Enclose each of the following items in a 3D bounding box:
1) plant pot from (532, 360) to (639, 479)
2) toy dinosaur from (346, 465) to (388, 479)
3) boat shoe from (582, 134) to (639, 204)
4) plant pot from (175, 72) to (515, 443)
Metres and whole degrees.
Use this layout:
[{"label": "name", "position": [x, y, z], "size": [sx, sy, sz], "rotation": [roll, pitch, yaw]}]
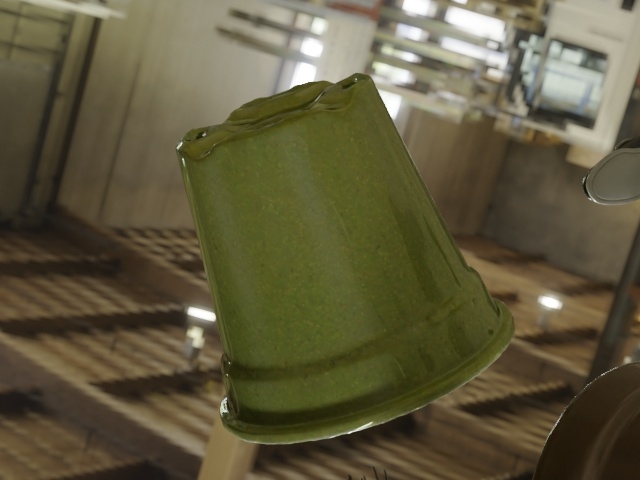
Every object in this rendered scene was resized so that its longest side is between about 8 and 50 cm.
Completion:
[{"label": "plant pot", "position": [0.340, 0.237, 1.126], "size": [0.263, 0.263, 0.229], "rotation": [9, 177, -37]}, {"label": "toy dinosaur", "position": [0.027, 0.142, 0.674], "size": [0.090, 0.047, 0.082], "rotation": [55, 167, -28]}, {"label": "boat shoe", "position": [0.260, -0.063, 1.160], "size": [0.125, 0.046, 0.038], "rotation": [-32, -168, -28]}, {"label": "plant pot", "position": [0.000, 0.000, 1.214], "size": [0.276, 0.253, 0.276], "rotation": [-19, -167, 5]}]
